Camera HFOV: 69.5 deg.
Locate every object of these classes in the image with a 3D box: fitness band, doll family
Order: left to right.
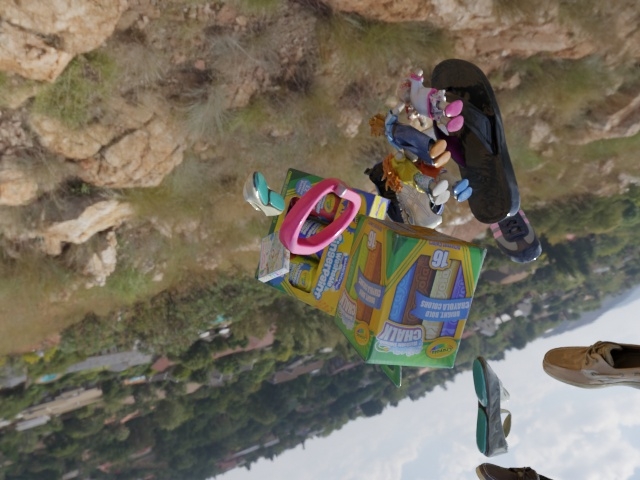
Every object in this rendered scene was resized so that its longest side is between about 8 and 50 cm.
[{"bbox_3d":[0.005,-0.052,1.138,0.209,0.054,0.291,-50,162,10],"label":"fitness band"},{"bbox_3d":[0.159,-0.161,0.817,0.118,0.163,0.262,-35,136,-12],"label":"doll family"}]

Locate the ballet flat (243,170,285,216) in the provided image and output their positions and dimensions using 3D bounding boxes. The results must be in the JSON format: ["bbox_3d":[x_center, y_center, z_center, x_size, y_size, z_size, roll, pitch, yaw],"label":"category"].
[{"bbox_3d":[-0.177,-0.126,1.326,0.086,0.086,0.248,-25,159,7],"label":"ballet flat"}]

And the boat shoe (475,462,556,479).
[{"bbox_3d":[0.571,0.671,1.274,0.103,0.286,0.092,-71,-175,-72],"label":"boat shoe"}]

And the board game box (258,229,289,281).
[{"bbox_3d":[-0.142,0.043,1.427,0.104,0.154,0.026,-24,139,30],"label":"board game box"}]

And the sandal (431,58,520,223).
[{"bbox_3d":[0.363,-0.256,1.136,0.107,0.444,0.168,-10,167,-30],"label":"sandal"}]

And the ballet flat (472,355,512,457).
[{"bbox_3d":[0.344,0.327,0.917,0.068,0.212,0.072,-6,-170,-3],"label":"ballet flat"}]

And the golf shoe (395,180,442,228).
[{"bbox_3d":[0.209,-0.089,0.999,0.086,0.176,0.069,-19,147,11],"label":"golf shoe"}]

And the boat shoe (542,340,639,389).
[{"bbox_3d":[0.728,0.300,1.164,0.341,0.110,0.121,-10,-148,47],"label":"boat shoe"}]

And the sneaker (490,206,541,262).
[{"bbox_3d":[0.554,-0.068,1.387,0.112,0.318,0.131,-28,125,16],"label":"sneaker"}]

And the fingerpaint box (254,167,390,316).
[{"bbox_3d":[0.000,0.000,1.689,0.163,0.372,0.444,6,105,-62],"label":"fingerpaint box"}]

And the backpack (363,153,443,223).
[{"bbox_3d":[0.336,-0.181,1.723,0.277,0.263,0.213,-16,167,21],"label":"backpack"}]

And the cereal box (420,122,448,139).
[{"bbox_3d":[0.454,-0.395,1.584,0.173,0.047,0.240,-31,-168,-40],"label":"cereal box"}]

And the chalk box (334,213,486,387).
[{"bbox_3d":[0.144,0.119,0.846,0.179,0.288,0.180,10,-170,-20],"label":"chalk box"}]
